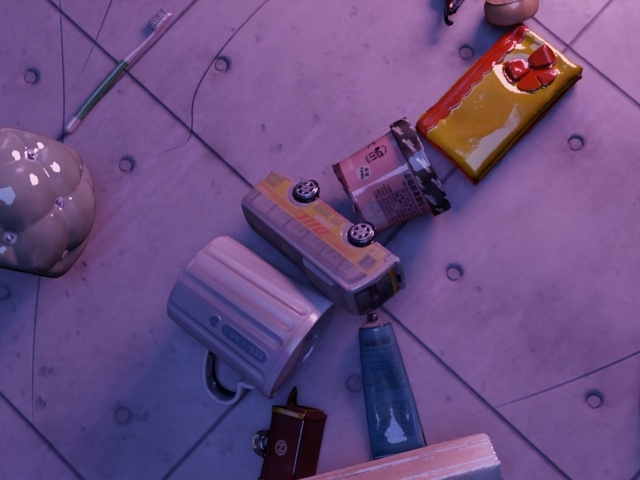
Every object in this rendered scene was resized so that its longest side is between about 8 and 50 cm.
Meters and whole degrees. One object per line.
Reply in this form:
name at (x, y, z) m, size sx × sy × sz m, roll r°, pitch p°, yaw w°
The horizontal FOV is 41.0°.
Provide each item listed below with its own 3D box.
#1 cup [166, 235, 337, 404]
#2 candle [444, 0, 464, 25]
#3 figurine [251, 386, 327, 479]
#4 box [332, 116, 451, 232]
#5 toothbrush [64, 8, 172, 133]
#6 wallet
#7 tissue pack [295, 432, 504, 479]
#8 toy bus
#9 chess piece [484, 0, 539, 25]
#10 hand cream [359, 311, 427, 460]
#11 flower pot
cup at (-0.117, 0.126, 1.236) m, size 0.202 × 0.167 × 0.221 m, roll 34°, pitch 83°, yaw 11°
candle at (0.221, -0.483, 1.357) m, size 0.084 × 0.059 × 0.301 m, roll 8°, pitch 80°, yaw 17°
figurine at (-0.052, 0.291, 1.259) m, size 0.098 × 0.082 × 0.154 m, roll 5°, pitch 81°, yaw 27°
box at (0.101, -0.086, 1.265) m, size 0.135 × 0.151 × 0.151 m, roll -26°, pitch 80°, yaw 8°
toothbrush at (-0.328, -0.274, 1.383) m, size 0.024 × 0.018 × 0.257 m, roll 37°, pitch 86°, yaw 11°
wallet at (0.271, -0.216, 1.309) m, size 0.141 × 0.067 × 0.241 m, roll 44°, pitch 87°, yaw 11°
tissue pack at (0.093, 0.375, 1.188) m, size 0.326 × 0.170 × 0.071 m, roll -15°, pitch 38°, yaw 1°
toy bus at (0.000, 0.000, 1.232) m, size 0.106 × 0.092 × 0.268 m, roll -40°, pitch 56°, yaw -16°
chess piece at (0.294, -0.363, 1.322) m, size 0.084 × 0.083 × 0.038 m, roll -18°, pitch 119°, yaw 1°
hand cream at (0.100, 0.216, 1.272) m, size 0.083 × 0.048 × 0.224 m, roll -10°, pitch 87°, yaw 3°
flower pot at (-0.450, -0.056, 1.251) m, size 0.246 × 0.246 × 0.195 m, roll 10°, pitch 84°, yaw 5°
